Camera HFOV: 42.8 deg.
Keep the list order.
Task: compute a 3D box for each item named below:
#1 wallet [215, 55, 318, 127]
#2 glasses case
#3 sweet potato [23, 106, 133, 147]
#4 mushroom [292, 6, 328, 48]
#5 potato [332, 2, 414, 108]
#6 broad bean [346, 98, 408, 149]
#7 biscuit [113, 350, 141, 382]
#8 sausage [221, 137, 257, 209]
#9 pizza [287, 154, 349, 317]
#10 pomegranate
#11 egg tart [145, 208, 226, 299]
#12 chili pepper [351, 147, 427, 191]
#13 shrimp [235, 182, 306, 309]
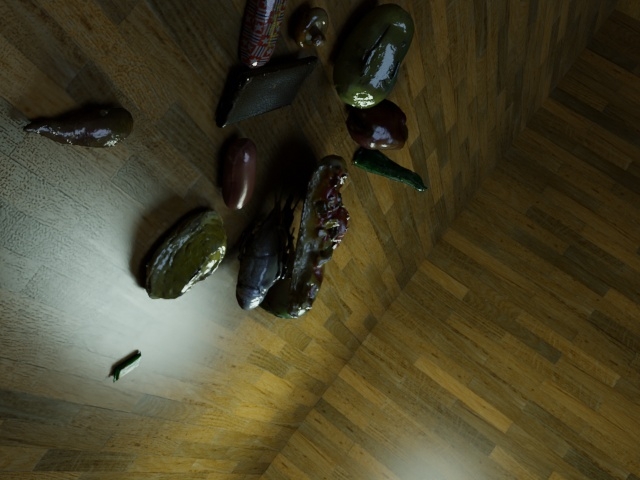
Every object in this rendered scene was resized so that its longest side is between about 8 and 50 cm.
[{"bbox_3d":[-0.109,-0.308,1.658,0.243,0.039,0.133,-28,158,-50],"label":"wallet"},{"bbox_3d":[-0.102,-0.401,1.500,0.073,0.049,0.194,-35,154,-42],"label":"glasses case"},{"bbox_3d":[-0.357,-0.172,1.267,0.226,0.068,0.068,-22,143,-56],"label":"sweet potato"},{"bbox_3d":[-0.018,-0.420,1.621,0.088,0.073,0.129,-44,-162,14],"label":"mushroom"},{"bbox_3d":[0.123,-0.420,1.863,0.248,0.143,0.169,-60,167,15],"label":"potato"},{"bbox_3d":[0.158,-0.303,2.133,0.228,0.156,0.122,-12,139,-55],"label":"broad bean"},{"bbox_3d":[-0.452,0.296,1.919,0.089,0.016,0.046,-33,152,-47],"label":"biscuit"},{"bbox_3d":[-0.173,-0.141,1.748,0.077,0.077,0.194,-41,157,-33],"label":"sausage"},{"bbox_3d":[0.000,0.000,2.037,0.440,0.130,0.406,102,-1,-81],"label":"pizza"},{"bbox_3d":[-0.087,0.104,2.251,0.181,0.181,0.224,62,44,-69],"label":"pomegranate"},{"bbox_3d":[-0.281,0.045,1.788,0.252,0.098,0.232,-33,156,-55],"label":"egg tart"},{"bbox_3d":[0.204,-0.195,2.317,0.088,0.227,0.059,-52,162,-20],"label":"chili pepper"},{"bbox_3d":[-0.127,0.016,2.051,0.145,0.116,0.343,9,104,-67],"label":"shrimp"}]
